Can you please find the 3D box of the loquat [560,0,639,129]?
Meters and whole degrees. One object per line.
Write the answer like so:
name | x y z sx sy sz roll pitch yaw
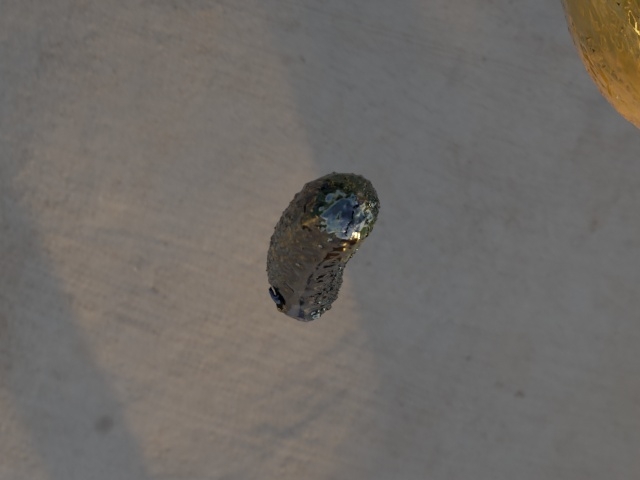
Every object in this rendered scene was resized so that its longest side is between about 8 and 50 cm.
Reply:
loquat | 0.220 -0.117 0.495 0.263 0.263 0.263 -8 118 -15

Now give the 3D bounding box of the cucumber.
cucumber | -0.003 0.000 0.936 0.067 0.245 0.067 2 72 -5
